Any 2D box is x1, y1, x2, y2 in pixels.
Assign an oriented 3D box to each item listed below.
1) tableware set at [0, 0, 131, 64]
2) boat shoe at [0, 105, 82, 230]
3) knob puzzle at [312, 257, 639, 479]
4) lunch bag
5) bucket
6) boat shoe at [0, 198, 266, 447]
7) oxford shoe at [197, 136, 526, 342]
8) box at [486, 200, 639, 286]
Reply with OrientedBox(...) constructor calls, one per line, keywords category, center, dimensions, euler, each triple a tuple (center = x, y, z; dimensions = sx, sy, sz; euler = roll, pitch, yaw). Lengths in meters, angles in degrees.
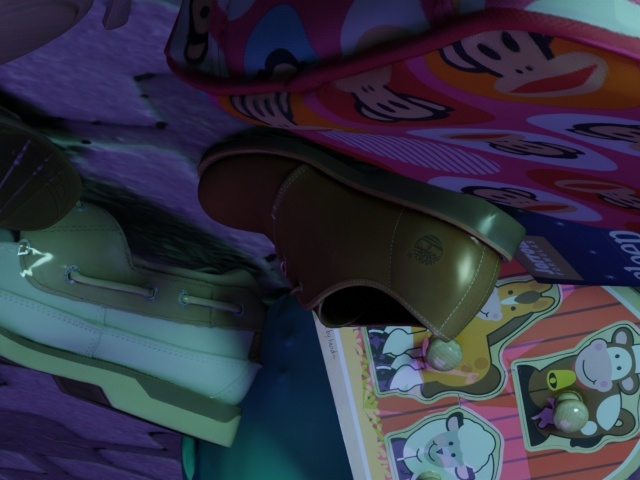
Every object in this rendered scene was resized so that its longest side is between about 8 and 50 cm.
OrientedBox(category="tableware set", center=(-0.130, -0.110, 0.780), dimensions=(0.128, 0.039, 0.194), euler=(-21, 173, -16))
OrientedBox(category="boat shoe", center=(-0.182, -0.052, 1.009), dimensions=(0.056, 0.048, 0.153), euler=(-48, 138, 15))
OrientedBox(category="knob puzzle", center=(0.106, 0.084, 1.071), dimensions=(0.213, 0.213, 0.030), euler=(15, -155, -10))
OrientedBox(category="lunch bag", center=(0.112, -0.060, 0.613), dimensions=(0.258, 0.120, 0.293), euler=(19, 174, -25))
OrientedBox(category="bucket", center=(0.042, 0.162, 1.265), dimensions=(0.281, 0.183, 0.281), euler=(11, 161, 4))
OrientedBox(category="boat shoe", center=(-0.158, 0.022, 1.112), dimensions=(0.302, 0.103, 0.113), euler=(26, 169, -39))
OrientedBox(category="oxford shoe", center=(0.000, 0.000, 0.958), dimensions=(0.076, 0.076, 0.212), euler=(32, 170, -38))
OrientedBox(category="box", center=(0.148, -0.016, 0.925), dimensions=(0.225, 0.036, 0.136), euler=(2, 159, 30))
